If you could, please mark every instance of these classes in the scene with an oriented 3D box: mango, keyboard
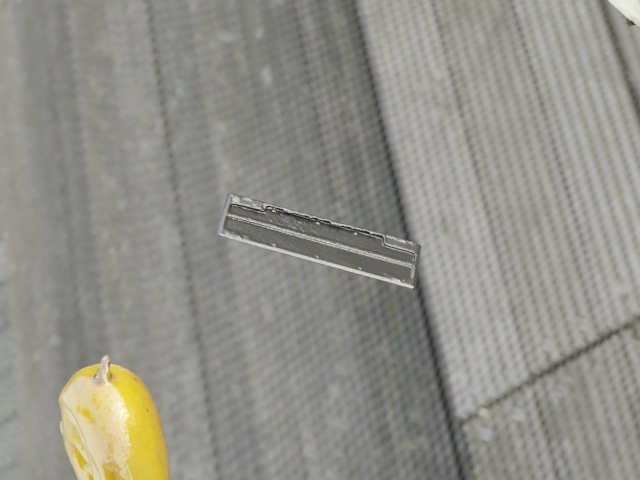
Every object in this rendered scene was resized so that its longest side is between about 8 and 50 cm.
[{"bbox_3d":[-0.141,0.163,1.257,0.101,0.066,0.188,32,135,58],"label":"mango"},{"bbox_3d":[0.000,0.000,1.709,0.064,0.198,0.010,-77,4,-45],"label":"keyboard"}]

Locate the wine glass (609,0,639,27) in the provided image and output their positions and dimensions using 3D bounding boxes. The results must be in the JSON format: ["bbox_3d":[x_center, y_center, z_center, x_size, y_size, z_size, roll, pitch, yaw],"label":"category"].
[{"bbox_3d":[0.341,-0.332,1.522,0.321,0.143,0.143,-48,45,16],"label":"wine glass"}]
